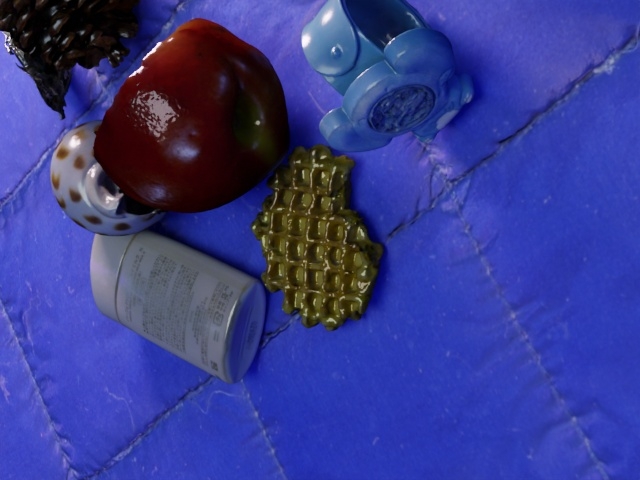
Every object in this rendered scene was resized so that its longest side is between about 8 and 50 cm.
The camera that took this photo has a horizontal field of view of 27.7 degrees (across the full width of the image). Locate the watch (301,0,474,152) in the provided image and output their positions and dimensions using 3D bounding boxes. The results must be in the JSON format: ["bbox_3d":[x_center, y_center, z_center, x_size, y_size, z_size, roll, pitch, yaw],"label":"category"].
[{"bbox_3d":[0.079,-0.236,1.680,0.211,0.211,0.193,-46,52,35],"label":"watch"}]

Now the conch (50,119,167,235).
[{"bbox_3d":[-0.342,-0.102,2.069,0.149,0.183,0.274,-45,34,31],"label":"conch"}]

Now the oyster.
[{"bbox_3d":[-0.472,-0.313,2.184,0.087,0.252,0.199,-30,112,14],"label":"oyster"}]

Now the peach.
[{"bbox_3d":[-0.207,-0.179,1.877,0.338,0.281,0.281,11,103,46],"label":"peach"}]

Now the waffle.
[{"bbox_3d":[0.001,0.000,1.848,0.253,0.056,0.249,49,125,28],"label":"waffle"}]

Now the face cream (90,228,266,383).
[{"bbox_3d":[-0.237,0.087,2.049,0.349,0.081,0.173,22,106,37],"label":"face cream"}]

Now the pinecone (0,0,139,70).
[{"bbox_3d":[-0.409,-0.384,2.045,0.244,0.243,0.257,-11,93,42],"label":"pinecone"}]
